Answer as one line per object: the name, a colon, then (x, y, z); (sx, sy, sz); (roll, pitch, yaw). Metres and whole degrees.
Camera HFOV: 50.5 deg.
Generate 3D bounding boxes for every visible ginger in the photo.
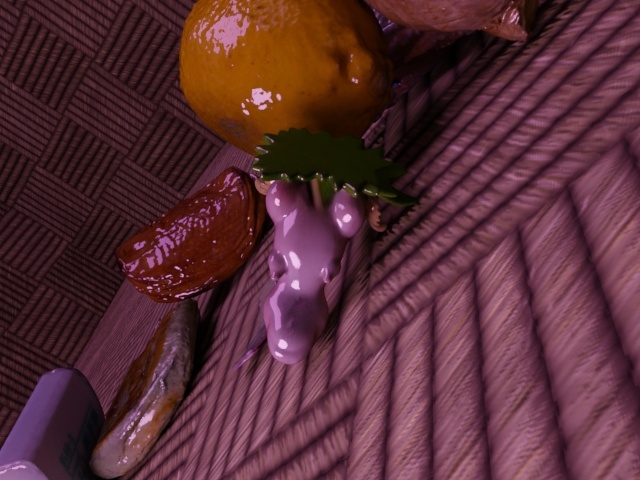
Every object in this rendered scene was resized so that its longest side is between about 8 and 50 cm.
ginger: (0.118, -0.239, 0.616); (0.216, 0.157, 0.102); (17, 83, 46)

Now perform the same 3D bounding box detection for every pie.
pie: (-0.262, 0.222, 1.039); (0.302, 0.067, 0.302); (-51, 16, 21)

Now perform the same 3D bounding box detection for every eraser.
eraser: (-0.397, 0.334, 1.014); (0.290, 0.104, 0.189); (-121, 21, -73)

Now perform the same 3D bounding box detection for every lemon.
lemon: (-0.038, -0.184, 0.720); (0.260, 0.204, 0.204); (19, 71, 34)

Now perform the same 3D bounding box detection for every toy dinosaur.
toy dinosaur: (0.007, 0.000, 0.631); (0.194, 0.152, 0.177); (-89, 7, -53)

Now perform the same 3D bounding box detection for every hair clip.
hair clip: (-0.070, 0.096, 0.790); (0.054, 0.022, 0.137); (-46, 18, 36)

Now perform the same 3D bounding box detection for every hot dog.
hot dog: (-0.206, -0.010, 1.150); (0.272, 0.122, 0.196); (-38, 37, -10)

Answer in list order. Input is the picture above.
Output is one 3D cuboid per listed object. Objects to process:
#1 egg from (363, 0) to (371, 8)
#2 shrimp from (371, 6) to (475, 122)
egg: (0.005, -0.254, 0.999); (0.232, 0.176, 0.176); (-49, 16, 19)
shrimp: (0.144, -0.275, 0.785); (0.445, 0.110, 0.221); (-48, 34, 25)
